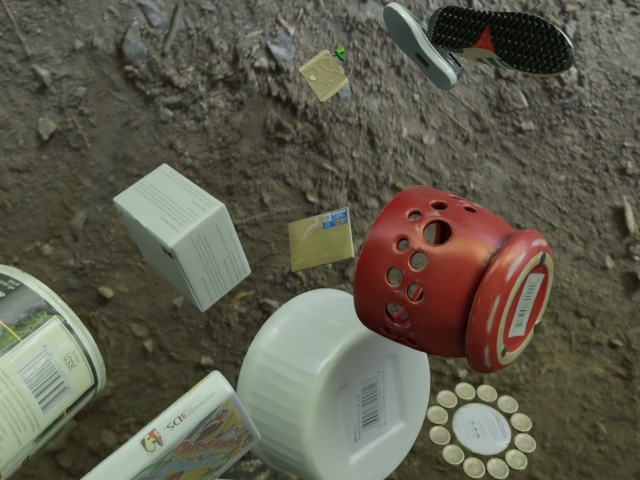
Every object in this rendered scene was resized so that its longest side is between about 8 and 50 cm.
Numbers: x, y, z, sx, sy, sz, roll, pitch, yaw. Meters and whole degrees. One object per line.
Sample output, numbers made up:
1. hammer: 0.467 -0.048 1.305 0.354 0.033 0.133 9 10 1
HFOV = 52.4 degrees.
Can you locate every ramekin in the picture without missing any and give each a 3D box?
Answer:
1. ramekin: 0.031 0.217 0.924 0.135 0.277 0.277 13 132 47

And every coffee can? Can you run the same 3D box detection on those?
1. coffee can: -0.398 0.183 0.682 0.201 0.275 0.202 18 130 23

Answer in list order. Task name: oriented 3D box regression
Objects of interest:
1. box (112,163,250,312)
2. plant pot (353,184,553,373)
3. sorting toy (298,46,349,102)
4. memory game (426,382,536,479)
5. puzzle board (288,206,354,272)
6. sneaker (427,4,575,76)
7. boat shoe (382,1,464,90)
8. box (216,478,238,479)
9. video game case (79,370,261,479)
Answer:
1. box: -0.238 -0.005 1.132 0.119 0.181 0.182 -40 142 -22
2. plant pot: 0.158 0.047 0.752 0.174 0.191 0.191 23 128 37
3. sorting toy: 0.014 -0.254 0.977 0.083 0.012 0.062 -40 100 -15
4. memory game: 0.269 0.319 1.097 0.186 0.186 0.012 5 132 2
5. puzzle board: 0.000 0.000 1.189 0.128 0.097 0.011 -15 158 26
6. sneaker: 0.199 -0.215 0.702 0.161 0.075 0.057 23 109 29
7. boat shoe: 0.232 -0.436 1.420 0.228 0.080 0.076 46 71 -9
8. box: -0.247 0.486 1.112 0.230 0.056 0.183 9 118 -12
9. video game case: -0.141 0.203 0.516 0.026 0.206 0.227 46 163 19
